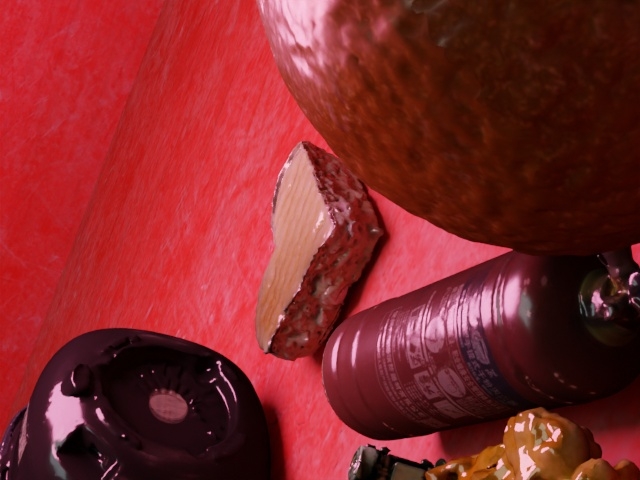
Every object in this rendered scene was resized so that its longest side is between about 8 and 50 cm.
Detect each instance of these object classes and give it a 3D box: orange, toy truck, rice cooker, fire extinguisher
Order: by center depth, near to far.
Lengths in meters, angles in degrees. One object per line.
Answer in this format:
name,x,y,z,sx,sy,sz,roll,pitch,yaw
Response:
orange,0.122,-0.164,0.597,0.357,0.322,0.322,-100,34,-66
fire extinguisher,0.128,0.075,0.698,0.344,0.102,0.138,-27,81,59
toy truck,0.041,0.225,0.803,0.078,0.080,0.154,147,138,-81
rice cooker,-0.184,0.222,1.095,0.267,0.267,0.224,-100,31,-48

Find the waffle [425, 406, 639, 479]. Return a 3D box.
waffle,0.113,0.247,0.604,0.302,0.068,0.325,-108,38,-54

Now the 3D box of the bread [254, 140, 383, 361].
bread,0.000,0.000,1.075,0.172,0.064,0.232,-31,48,58
